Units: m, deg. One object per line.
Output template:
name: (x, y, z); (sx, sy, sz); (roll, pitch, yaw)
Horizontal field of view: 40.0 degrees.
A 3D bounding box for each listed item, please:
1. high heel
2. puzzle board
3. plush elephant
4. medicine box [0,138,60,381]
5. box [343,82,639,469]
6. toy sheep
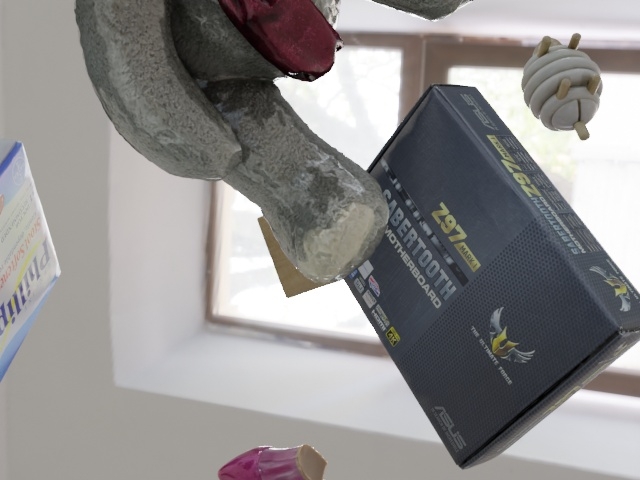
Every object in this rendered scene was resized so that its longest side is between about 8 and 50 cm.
high heel: (-0.011, 0.322, 1.000); (0.244, 0.117, 0.082); (52, -145, -31)
puzzle board: (0.000, 0.000, 0.949); (0.011, 0.128, 0.096); (-18, -92, -62)
plush elephant: (-0.044, -0.186, 0.462); (0.272, 0.330, 0.255); (-58, -1, -16)
medicine box: (-0.528, 0.032, 1.298); (0.263, 0.149, 0.289); (-75, -12, -45)
box: (0.112, 0.026, 0.665); (0.059, 0.232, 0.183); (-6, -35, -42)
toy sheep: (0.255, -0.160, 0.923); (0.091, 0.091, 0.132); (64, -164, -58)
